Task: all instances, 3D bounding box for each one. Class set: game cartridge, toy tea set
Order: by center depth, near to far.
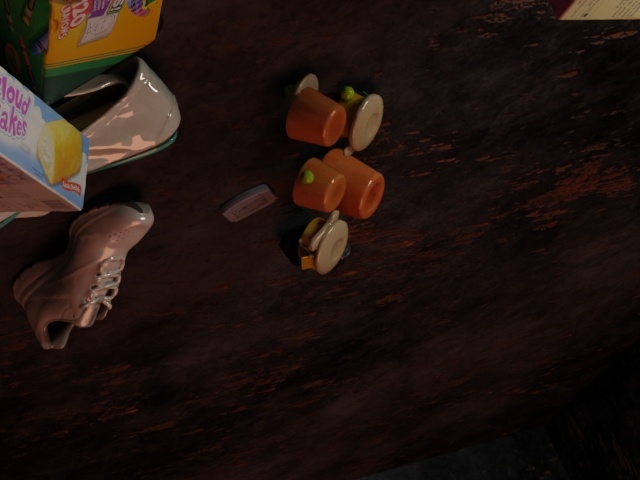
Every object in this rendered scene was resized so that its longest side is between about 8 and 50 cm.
[{"bbox_3d":[-0.003,-0.120,1.967,0.200,0.124,0.336,-49,151,-35],"label":"toy tea set"},{"bbox_3d":[-0.111,-0.058,2.104,0.083,0.017,0.056,-27,160,7],"label":"game cartridge"}]

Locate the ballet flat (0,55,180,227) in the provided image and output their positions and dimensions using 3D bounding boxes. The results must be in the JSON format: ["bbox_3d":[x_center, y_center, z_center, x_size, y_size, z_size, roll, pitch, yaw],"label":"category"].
[{"bbox_3d":[-0.363,-0.110,1.637,0.400,0.139,0.139,-27,157,-12],"label":"ballet flat"}]

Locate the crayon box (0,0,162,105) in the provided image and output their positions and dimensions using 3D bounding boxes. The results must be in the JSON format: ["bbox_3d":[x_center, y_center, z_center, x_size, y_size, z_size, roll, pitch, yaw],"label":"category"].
[{"bbox_3d":[-0.238,-0.276,1.385,0.165,0.081,0.278,-38,165,-30],"label":"crayon box"}]

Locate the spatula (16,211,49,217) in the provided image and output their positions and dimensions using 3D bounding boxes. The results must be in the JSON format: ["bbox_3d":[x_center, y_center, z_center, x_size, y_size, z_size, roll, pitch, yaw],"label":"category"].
[{"bbox_3d":[-0.420,-0.084,1.759,0.242,0.019,0.168,1,147,-45],"label":"spatula"}]

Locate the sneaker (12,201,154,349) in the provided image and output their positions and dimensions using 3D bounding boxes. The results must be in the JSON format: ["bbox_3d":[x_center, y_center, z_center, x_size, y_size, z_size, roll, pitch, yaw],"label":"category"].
[{"bbox_3d":[-0.330,0.050,1.986,0.111,0.129,0.297,5,142,-45],"label":"sneaker"}]

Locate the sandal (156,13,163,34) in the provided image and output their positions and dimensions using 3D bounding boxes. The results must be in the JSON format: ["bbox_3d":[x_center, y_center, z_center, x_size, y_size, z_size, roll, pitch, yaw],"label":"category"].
[{"bbox_3d":[-0.265,-0.221,1.590,0.179,0.040,0.067,-22,156,-4],"label":"sandal"}]

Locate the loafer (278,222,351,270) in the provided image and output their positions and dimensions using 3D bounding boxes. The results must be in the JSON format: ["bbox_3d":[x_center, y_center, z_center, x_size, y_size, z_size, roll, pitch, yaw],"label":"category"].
[{"bbox_3d":[0.000,0.000,2.182,0.078,0.076,0.223,-41,-166,-15],"label":"loafer"}]

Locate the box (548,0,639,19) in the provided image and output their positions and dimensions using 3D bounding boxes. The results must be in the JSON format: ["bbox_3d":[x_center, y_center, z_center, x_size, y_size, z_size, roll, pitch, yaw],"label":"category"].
[{"bbox_3d":[0.354,-0.381,1.619,0.243,0.214,0.117,-6,151,-34],"label":"box"}]

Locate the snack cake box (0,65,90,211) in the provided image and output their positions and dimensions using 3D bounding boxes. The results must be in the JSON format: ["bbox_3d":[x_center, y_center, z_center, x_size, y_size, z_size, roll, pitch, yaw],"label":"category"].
[{"bbox_3d":[-0.366,-0.106,1.419,0.152,0.089,0.264,0,165,15],"label":"snack cake box"}]
